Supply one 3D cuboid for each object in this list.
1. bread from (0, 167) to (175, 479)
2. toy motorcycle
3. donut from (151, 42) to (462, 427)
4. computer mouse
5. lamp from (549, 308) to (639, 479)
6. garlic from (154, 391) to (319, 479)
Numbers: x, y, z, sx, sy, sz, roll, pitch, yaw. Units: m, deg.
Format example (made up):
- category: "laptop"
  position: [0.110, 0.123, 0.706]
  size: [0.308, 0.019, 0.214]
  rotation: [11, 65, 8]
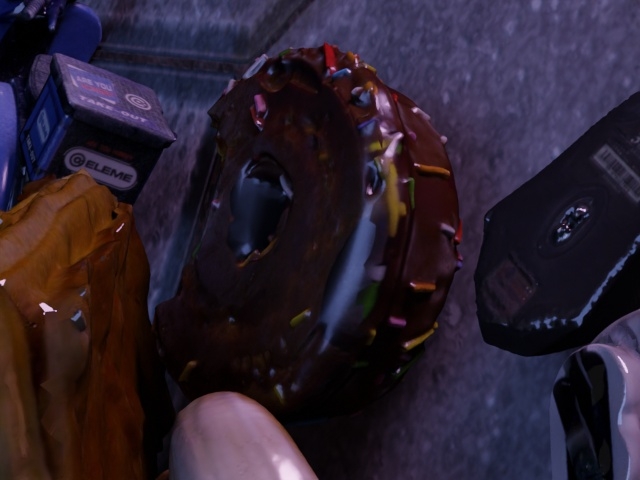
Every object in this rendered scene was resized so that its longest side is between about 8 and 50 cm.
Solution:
- category: "bread"
  position: [-0.190, 0.160, 1.067]
  size: [0.314, 0.192, 0.370]
  rotation: [-78, -20, -78]
- category: "toy motorcycle"
  position: [-0.212, -0.104, 1.355]
  size: [0.212, 0.125, 0.358]
  rotation: [-58, 31, 21]
- category: "donut"
  position: [-0.001, 0.001, 1.059]
  size: [0.216, 0.096, 0.230]
  rotation: [-6, 71, 51]
- category: "computer mouse"
  position: [0.148, -0.005, 0.904]
  size: [0.172, 0.057, 0.099]
  rotation: [-47, 39, 13]
- category: "lamp"
  position: [0.202, 0.074, 0.750]
  size: [0.246, 0.108, 0.179]
  rotation: [-27, 51, 46]
- category: "garlic"
  position: [-0.034, 0.196, 0.955]
  size: [0.228, 0.110, 0.217]
  rotation: [54, 157, 34]
